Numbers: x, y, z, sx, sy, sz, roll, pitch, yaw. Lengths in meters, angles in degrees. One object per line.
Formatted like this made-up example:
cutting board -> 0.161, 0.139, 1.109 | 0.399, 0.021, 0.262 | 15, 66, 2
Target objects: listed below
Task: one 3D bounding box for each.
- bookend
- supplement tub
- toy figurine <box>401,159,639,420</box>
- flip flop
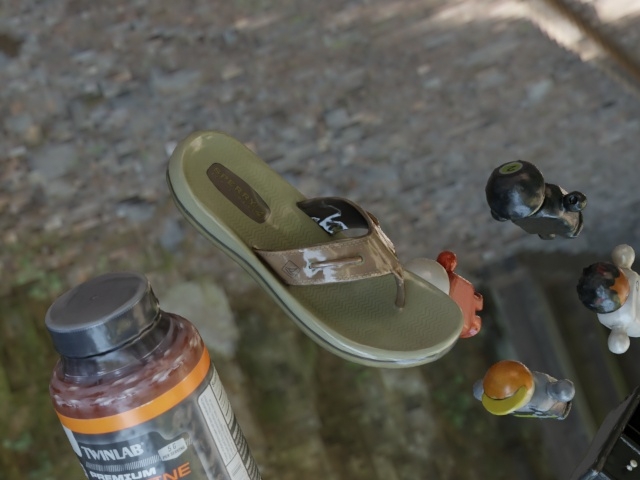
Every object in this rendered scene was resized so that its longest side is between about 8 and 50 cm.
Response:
bookend -> 0.375, 0.275, 1.951 | 0.157, 0.156, 0.072 | -47, 175, -44
supplement tub -> -0.108, 0.119, 1.107 | 0.106, 0.198, 0.106 | -18, -156, 8
toy figurine -> 0.199, 0.054, 1.665 | 0.213, 0.209, 0.148 | -43, 149, 10
flip flop -> 0.000, 0.000, 1.387 | 0.112, 0.277, 0.080 | -50, -179, -43
